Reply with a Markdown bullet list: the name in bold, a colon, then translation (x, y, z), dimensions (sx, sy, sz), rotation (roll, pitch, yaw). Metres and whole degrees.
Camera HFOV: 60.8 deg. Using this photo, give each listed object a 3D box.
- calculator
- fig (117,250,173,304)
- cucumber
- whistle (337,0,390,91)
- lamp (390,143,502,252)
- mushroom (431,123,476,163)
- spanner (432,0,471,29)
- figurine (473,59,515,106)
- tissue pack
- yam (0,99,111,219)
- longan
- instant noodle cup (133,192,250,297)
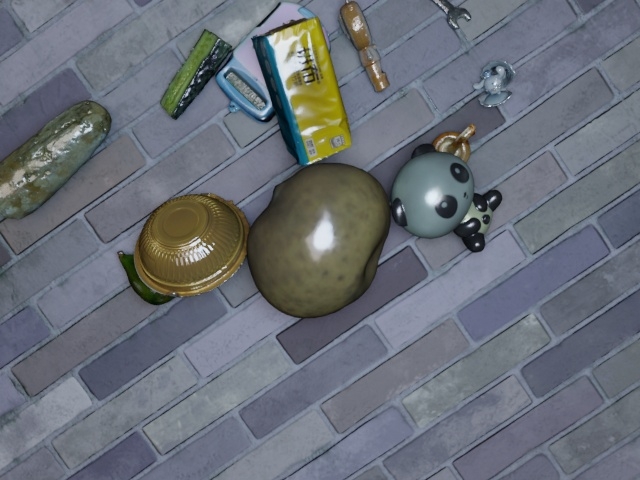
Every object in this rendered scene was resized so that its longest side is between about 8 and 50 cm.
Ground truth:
- **calculator**: translation (-0.111, -0.407, 1.253), dimensions (0.173, 0.051, 0.293), rotation (43, 93, -3)
- **fig**: translation (-0.399, 0.077, 1.264), dimensions (0.177, 0.117, 0.117), rotation (25, 94, 23)
- **cucumber**: translation (-0.285, -0.374, 1.255), dimensions (0.078, 0.062, 0.211), rotation (41, 101, 35)
- **whistle**: translation (0.096, -0.441, 1.233), dimensions (0.057, 0.107, 0.220), rotation (-25, 108, 9)
- **lamp**: translation (0.271, -0.086, 1.201), dimensions (0.244, 0.198, 0.198), rotation (27, 93, -18)
- **mushroom**: translation (0.313, -0.217, 1.246), dimensions (0.129, 0.073, 0.088), rotation (-41, 76, 40)
- **spanner**: translation (0.241, -0.582, 1.258), dimensions (0.254, 0.015, 0.054), rotation (40, 93, -2)
- **figurine**: translation (0.393, -0.359, 1.243), dimensions (0.082, 0.094, 0.086), rotation (-45, 127, -34)
- **tissue pack**: translation (-0.037, -0.318, 1.150), dimensions (0.134, 0.192, 0.271), rotation (-21, 115, -8)
- **yam**: translation (-0.612, -0.190, 1.235), dimensions (0.330, 0.133, 0.133), rotation (-43, 92, -2)
- **longan**: translation (0.000, 0.000, 1.166), dimensions (0.288, 0.288, 0.350), rotation (29, 101, -1)
- **instant noodle cup**: translation (-0.291, -0.014, 1.188), dimensions (0.274, 0.091, 0.274), rotation (-4, 57, 6)
